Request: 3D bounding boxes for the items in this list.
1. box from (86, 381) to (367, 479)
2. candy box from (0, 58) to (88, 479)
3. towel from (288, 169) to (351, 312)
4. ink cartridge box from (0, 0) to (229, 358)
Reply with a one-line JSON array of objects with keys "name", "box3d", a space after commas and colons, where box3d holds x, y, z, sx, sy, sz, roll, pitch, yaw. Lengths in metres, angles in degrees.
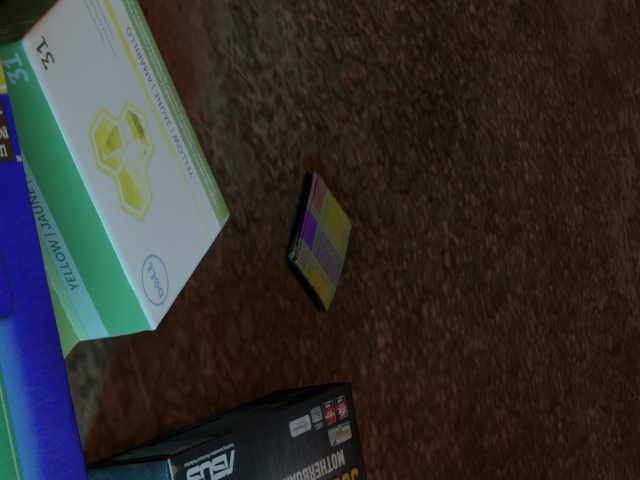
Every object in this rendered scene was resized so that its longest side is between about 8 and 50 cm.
[{"name": "box", "box3d": [-0.035, 0.188, 1.010, 0.231, 0.056, 0.183, -12, 91, -64]}, {"name": "candy box", "box3d": [-0.198, 0.094, 0.633, 0.268, 0.122, 0.317, -15, 93, -64]}, {"name": "towel", "box3d": [0.000, 0.000, 1.208, 0.060, 0.009, 0.083, 57, 34, -41]}, {"name": "ink cartridge box", "box3d": [-0.134, -0.021, 0.892, 0.235, 0.056, 0.171, -62, 136, -55]}]
